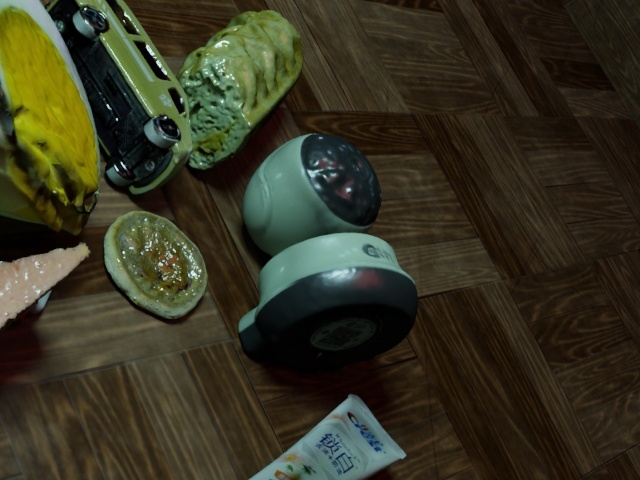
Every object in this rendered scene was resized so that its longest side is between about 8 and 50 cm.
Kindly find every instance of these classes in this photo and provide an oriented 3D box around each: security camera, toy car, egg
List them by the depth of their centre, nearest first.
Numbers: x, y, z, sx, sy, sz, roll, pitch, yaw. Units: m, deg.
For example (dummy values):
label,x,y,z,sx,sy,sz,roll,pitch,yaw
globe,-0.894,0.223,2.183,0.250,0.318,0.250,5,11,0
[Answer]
label,x,y,z,sx,sy,sz,roll,pitch,yaw
egg,-0.339,-0.132,1.096,0.264,0.174,0.286,-95,163,-57
toy car,-0.234,-0.181,1.312,0.256,0.101,0.124,56,31,8
security camera,0.000,0.000,1.347,0.197,0.191,0.277,16,47,-40

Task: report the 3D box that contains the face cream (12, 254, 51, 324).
label,x,y,z,sx,sy,sz,roll,pitch,yaw
face cream,-0.293,0.052,1.102,0.040,0.021,0.083,38,37,-20

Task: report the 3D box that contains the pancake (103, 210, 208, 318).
label,x,y,z,sx,sy,sz,roll,pitch,yaw
pancake,-0.188,0.026,1.247,0.139,0.022,0.139,29,41,-29

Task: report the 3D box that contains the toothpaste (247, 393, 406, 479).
label,x,y,z,sx,sy,sz,roll,pitch,yaw
toothpaste,-0.015,0.260,1.198,0.100,0.066,0.323,48,34,13

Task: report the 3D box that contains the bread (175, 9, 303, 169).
label,x,y,z,sx,sy,sz,roll,pitch,yaw
bread,-0.106,-0.213,1.451,0.130,0.152,0.267,28,35,3

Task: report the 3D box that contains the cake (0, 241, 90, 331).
label,x,y,z,sx,sy,sz,roll,pitch,yaw
cake,-0.305,0.077,0.972,0.225,0.109,0.090,-20,77,-47
